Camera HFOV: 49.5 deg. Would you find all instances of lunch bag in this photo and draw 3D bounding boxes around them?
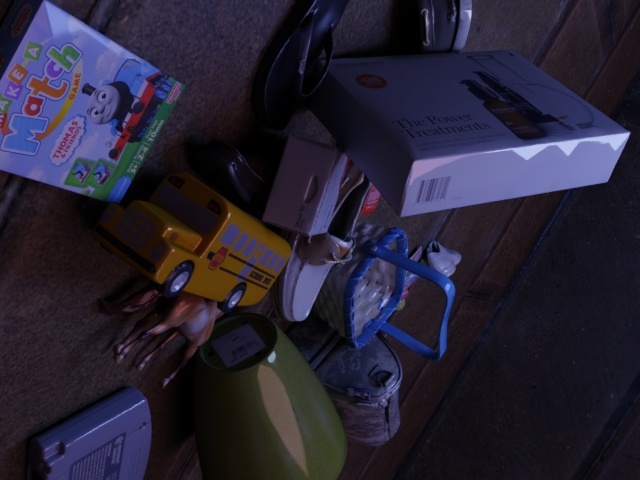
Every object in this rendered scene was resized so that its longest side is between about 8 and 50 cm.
[{"bbox_3d":[0.059,0.298,1.488,0.212,0.256,0.305,-46,152,-23],"label":"lunch bag"}]

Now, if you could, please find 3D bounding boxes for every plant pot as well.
[{"bbox_3d":[-0.108,0.275,1.200,0.275,0.275,0.293,-40,135,-33],"label":"plant pot"}]

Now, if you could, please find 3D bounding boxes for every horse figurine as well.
[{"bbox_3d":[-0.216,0.120,1.015,0.174,0.066,0.263,-46,155,-11],"label":"horse figurine"}]

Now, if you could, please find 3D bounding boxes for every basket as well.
[{"bbox_3d":[0.115,0.093,1.311,0.201,0.289,0.255,-43,150,-29],"label":"basket"}]

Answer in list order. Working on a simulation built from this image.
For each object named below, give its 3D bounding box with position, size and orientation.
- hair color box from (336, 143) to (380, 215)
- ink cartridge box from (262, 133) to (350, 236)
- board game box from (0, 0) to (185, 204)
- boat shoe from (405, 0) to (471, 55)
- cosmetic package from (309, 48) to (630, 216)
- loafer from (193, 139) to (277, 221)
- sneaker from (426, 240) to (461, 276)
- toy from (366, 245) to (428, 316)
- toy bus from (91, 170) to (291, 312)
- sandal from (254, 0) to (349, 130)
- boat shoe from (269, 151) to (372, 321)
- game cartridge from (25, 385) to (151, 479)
[{"bbox_3d":[0.074,-0.139,1.202,0.053,0.093,0.167,-16,132,-55],"label":"hair color box"},{"bbox_3d":[-0.017,-0.078,1.010,0.175,0.072,0.127,-13,121,-81],"label":"ink cartridge box"},{"bbox_3d":[-0.246,-0.131,0.699,0.160,0.039,0.211,-59,154,5],"label":"board game box"},{"bbox_3d":[0.185,-0.310,1.209,0.305,0.091,0.109,95,-8,-55],"label":"boat shoe"},{"bbox_3d":[0.214,-0.178,1.033,0.377,0.284,0.097,-10,131,-25],"label":"cosmetic package"},{"bbox_3d":[-0.106,-0.095,0.960,0.078,0.080,0.220,-59,165,-7],"label":"loafer"},{"bbox_3d":[0.327,0.038,1.891,0.080,0.094,0.212,-34,-178,16],"label":"sneaker"},{"bbox_3d":[0.202,0.136,1.793,0.237,0.056,0.137,-45,151,-25],"label":"toy"},{"bbox_3d":[-0.150,0.007,0.906,0.130,0.108,0.332,-55,162,-2],"label":"toy bus"},{"bbox_3d":[-0.014,-0.265,0.941,0.097,0.054,0.254,2,117,-61],"label":"sandal"},{"bbox_3d":[0.000,0.000,1.146,0.113,0.103,0.302,-4,110,-61],"label":"boat shoe"},{"bbox_3d":[-0.353,0.365,1.064,0.198,0.062,0.297,-30,143,-52],"label":"game cartridge"}]
